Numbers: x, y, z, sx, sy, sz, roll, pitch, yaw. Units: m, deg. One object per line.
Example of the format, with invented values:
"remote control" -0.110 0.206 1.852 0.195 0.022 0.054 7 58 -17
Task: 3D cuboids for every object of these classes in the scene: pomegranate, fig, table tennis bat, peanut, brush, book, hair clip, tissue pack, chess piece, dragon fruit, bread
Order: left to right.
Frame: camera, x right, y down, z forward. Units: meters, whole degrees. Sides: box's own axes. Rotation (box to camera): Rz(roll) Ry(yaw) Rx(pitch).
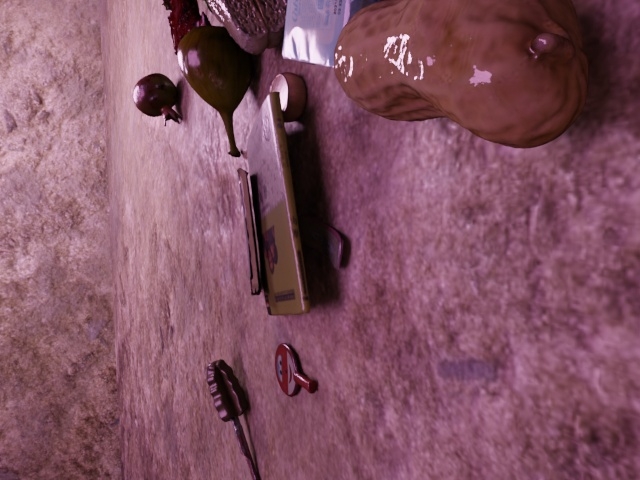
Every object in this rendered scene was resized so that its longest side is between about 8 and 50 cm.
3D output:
"pomegranate" -0.476 -0.403 1.403 0.129 0.129 0.160 -7 96 58
"dragon fruit" -0.286 -0.459 1.049 0.122 0.092 0.192 49 163 36
"fig" -0.211 -0.295 0.973 0.151 0.151 0.260 27 119 54
"bread" -0.174 -0.486 0.837 0.338 0.101 0.183 63 167 -14
"brush" -0.185 0.417 1.085 0.301 0.071 0.084 66 160 15
"book" -0.135 -0.013 0.930 0.157 0.026 0.231 167 97 -82
"book" -0.080 -0.047 0.832 0.239 0.035 0.353 152 111 -70
"chess piece" -0.058 -0.245 0.828 0.083 0.038 0.084 15 107 58
"table tennis bat" -0.050 0.245 0.884 0.154 0.019 0.098 7 99 60
"hair clip" 0.001 0.000 0.771 0.137 0.022 0.054 33 121 52
"tissue pack" 0.032 -0.364 0.629 0.177 0.089 0.264 37 125 52
"peanut" 0.125 -0.181 0.457 0.159 0.143 0.291 -53 33 0

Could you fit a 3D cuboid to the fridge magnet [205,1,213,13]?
"fridge magnet" -0.214 -0.578 0.993 0.208 0.088 0.208 20 115 54
